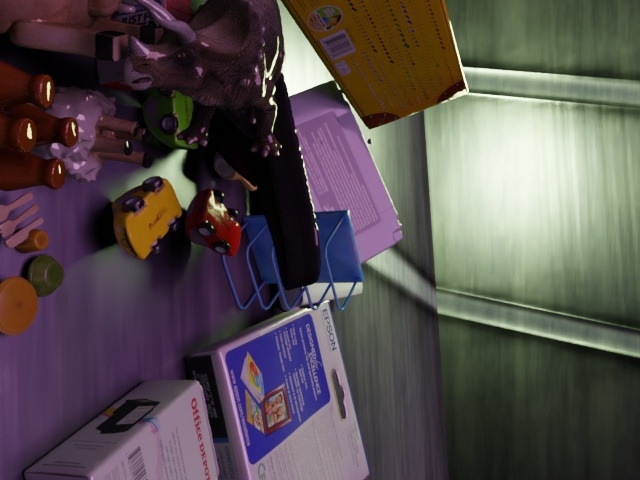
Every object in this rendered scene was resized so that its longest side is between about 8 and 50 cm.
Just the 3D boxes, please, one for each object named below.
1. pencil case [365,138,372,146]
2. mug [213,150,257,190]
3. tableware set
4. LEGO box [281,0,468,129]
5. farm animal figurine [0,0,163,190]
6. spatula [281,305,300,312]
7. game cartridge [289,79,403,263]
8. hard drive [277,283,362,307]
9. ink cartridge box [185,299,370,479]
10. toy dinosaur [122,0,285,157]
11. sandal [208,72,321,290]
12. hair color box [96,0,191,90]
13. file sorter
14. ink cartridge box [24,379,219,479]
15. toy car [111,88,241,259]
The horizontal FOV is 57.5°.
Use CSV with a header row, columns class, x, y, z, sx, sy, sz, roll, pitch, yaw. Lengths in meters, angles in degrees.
class,x,y,z,sx,sy,sz,roll,pitch,yaw
pencil case,0.015,-0.156,1.063,0.070,0.152,0.064,75,22,-58
mug,-0.113,-0.113,0.826,0.064,0.078,0.062,-55,171,-48
tableware set,-0.263,0.035,0.455,0.154,0.024,0.104,-63,147,-57
LEGO box,0.047,-0.452,0.861,0.500,0.193,0.372,34,41,-65
farm animal figurine,-0.223,-0.205,0.397,0.327,0.172,0.330,-78,176,-84
spatula,-0.030,0.145,1.086,0.242,0.019,0.168,48,37,-61
game cartridge,0.004,-0.095,0.956,0.198,0.062,0.297,-27,98,-24
hard drive,0.000,0.000,1.125,0.353,0.047,0.233,5,77,-69
ink cartridge box,-0.046,0.265,0.845,0.307,0.072,0.303,-13,89,-64
toy dinosaur,-0.075,-0.187,0.562,0.313,0.121,0.160,-75,-179,-50
sandal,-0.097,-0.149,0.728,0.167,0.107,0.446,98,-21,-60
hair color box,-0.188,-0.249,0.607,0.053,0.093,0.167,-16,101,-70
file sorter,-0.041,0.034,0.851,0.104,0.170,0.118,-55,137,-54
ink cartridge box,-0.180,0.231,0.567,0.175,0.072,0.127,-35,119,-67
toy car,-0.172,-0.090,0.682,0.239,0.053,0.225,-1,86,-71
